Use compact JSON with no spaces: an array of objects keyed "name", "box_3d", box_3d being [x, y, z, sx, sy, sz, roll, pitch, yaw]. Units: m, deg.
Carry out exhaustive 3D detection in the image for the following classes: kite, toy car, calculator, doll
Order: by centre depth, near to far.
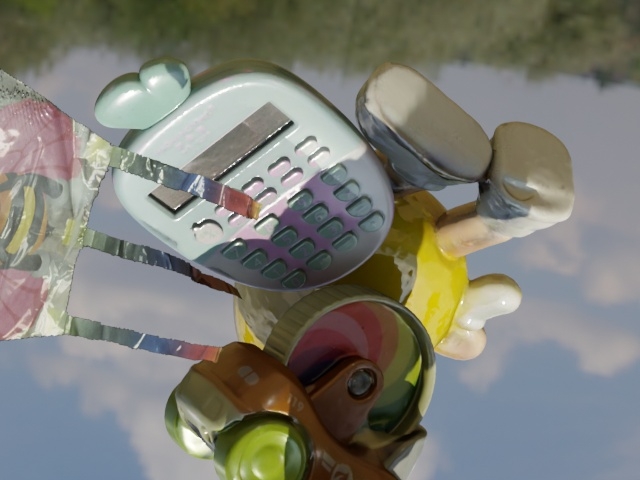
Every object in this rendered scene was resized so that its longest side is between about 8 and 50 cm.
[{"name":"kite","box_3d":[-0.166,-0.009,1.272,0.022,0.204,0.360,9,177,42]},{"name":"calculator","box_3d":[-0.061,-0.057,1.598,0.299,0.185,0.041,38,-156,-36]},{"name":"toy car","box_3d":[0.010,0.146,1.658,0.235,0.235,0.145,6,-169,-28]},{"name":"doll","box_3d":[0.033,-0.002,1.773,0.423,0.348,0.161,-12,-143,33]}]
